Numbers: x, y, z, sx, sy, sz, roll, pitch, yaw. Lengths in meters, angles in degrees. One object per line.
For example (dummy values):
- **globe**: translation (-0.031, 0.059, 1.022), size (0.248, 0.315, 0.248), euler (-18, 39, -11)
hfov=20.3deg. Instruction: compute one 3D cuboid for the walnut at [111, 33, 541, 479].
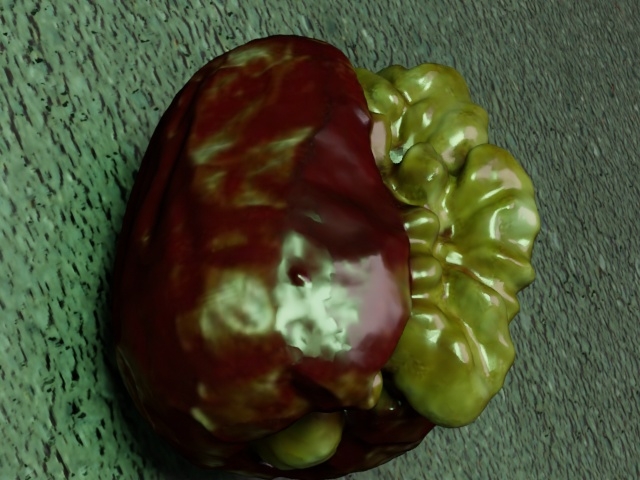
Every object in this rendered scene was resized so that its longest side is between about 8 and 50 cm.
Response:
- **walnut**: translation (0.000, 0.000, 1.006), size (0.222, 0.244, 0.269), euler (32, 41, -46)
